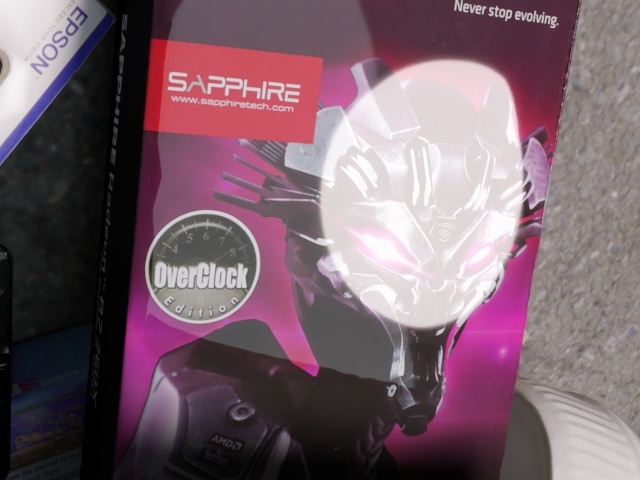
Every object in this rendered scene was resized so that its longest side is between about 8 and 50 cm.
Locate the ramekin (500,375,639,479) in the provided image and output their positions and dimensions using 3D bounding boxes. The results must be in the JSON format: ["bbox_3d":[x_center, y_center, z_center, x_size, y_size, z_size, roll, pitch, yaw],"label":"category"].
[{"bbox_3d":[0.143,0.202,0.760,0.109,0.207,0.207,30,97,-34],"label":"ramekin"}]

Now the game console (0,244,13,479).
[{"bbox_3d":[-0.216,0.061,0.484,0.122,0.071,0.107,1,116,-18],"label":"game console"}]

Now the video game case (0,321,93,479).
[{"bbox_3d":[-0.238,0.196,0.575,0.269,0.061,0.244,-16,125,-27],"label":"video game case"}]

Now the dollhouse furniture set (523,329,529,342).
[{"bbox_3d":[0.065,0.100,0.706,0.182,0.101,0.161,-46,133,-3],"label":"dollhouse furniture set"}]

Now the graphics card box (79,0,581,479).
[{"bbox_3d":[0.000,0.000,0.531,0.233,0.094,0.371,3,103,-24],"label":"graphics card box"}]

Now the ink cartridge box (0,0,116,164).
[{"bbox_3d":[-0.250,-0.136,0.340,0.176,0.069,0.371,-53,136,-8],"label":"ink cartridge box"}]
